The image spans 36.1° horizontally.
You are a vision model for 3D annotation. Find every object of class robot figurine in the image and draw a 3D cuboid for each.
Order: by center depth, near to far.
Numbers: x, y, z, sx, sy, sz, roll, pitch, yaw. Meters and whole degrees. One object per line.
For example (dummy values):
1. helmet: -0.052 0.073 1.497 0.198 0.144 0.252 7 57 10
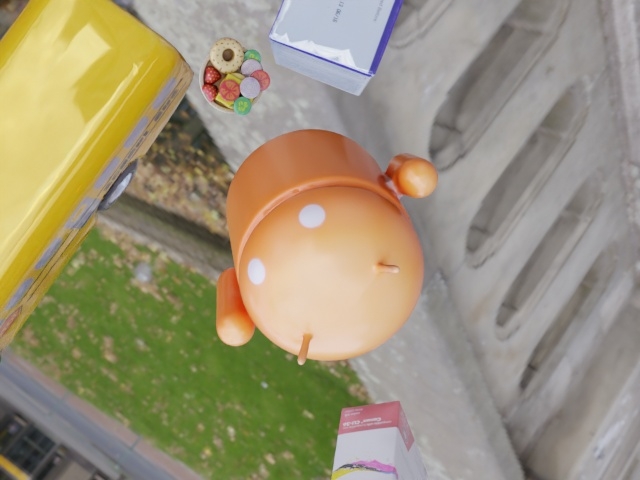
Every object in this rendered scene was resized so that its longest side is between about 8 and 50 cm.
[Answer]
1. robot figurine: 0.001 -0.002 0.689 0.219 0.158 0.128 -109 16 -63

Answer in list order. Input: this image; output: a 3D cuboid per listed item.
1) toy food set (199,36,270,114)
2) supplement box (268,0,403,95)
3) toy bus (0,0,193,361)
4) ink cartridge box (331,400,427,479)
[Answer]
1. toy food set: -0.101 -0.191 1.157 0.083 0.083 0.020 27 175 -23
2. supplement box: 0.018 -0.230 1.036 0.114 0.111 0.220 20 -178 -1
3. toy bus: -0.227 -0.017 0.687 0.108 0.332 0.130 36 180 -2
4. ink cartridge box: 0.055 0.267 0.946 0.067 0.198 0.115 -11 123 16
